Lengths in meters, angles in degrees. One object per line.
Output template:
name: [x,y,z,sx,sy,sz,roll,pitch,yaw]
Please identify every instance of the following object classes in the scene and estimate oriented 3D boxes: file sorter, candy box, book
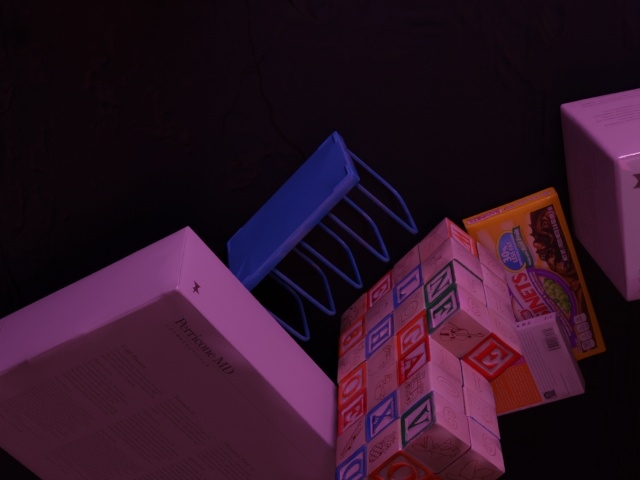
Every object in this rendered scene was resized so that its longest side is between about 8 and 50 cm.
file sorter: [0.000,0.000,1.156,0.104,0.118,0.170,40,104,-22]
candy box: [0.236,0.051,1.248,0.105,0.027,0.206,-20,113,8]
book: [0.207,0.142,1.258,0.144,0.035,0.096,-17,111,22]

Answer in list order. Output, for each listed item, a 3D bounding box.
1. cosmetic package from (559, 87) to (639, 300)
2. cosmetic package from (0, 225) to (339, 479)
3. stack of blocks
cosmetic package: [0.340,-0.055,1.127,0.151,0.184,0.151,-11,113,0]
cosmetic package: [-0.140,0.187,1.161,0.284,0.097,0.377,-23,127,23]
stack of blocks: [0.104,0.127,1.108,0.087,0.297,0.171,38,115,-18]
